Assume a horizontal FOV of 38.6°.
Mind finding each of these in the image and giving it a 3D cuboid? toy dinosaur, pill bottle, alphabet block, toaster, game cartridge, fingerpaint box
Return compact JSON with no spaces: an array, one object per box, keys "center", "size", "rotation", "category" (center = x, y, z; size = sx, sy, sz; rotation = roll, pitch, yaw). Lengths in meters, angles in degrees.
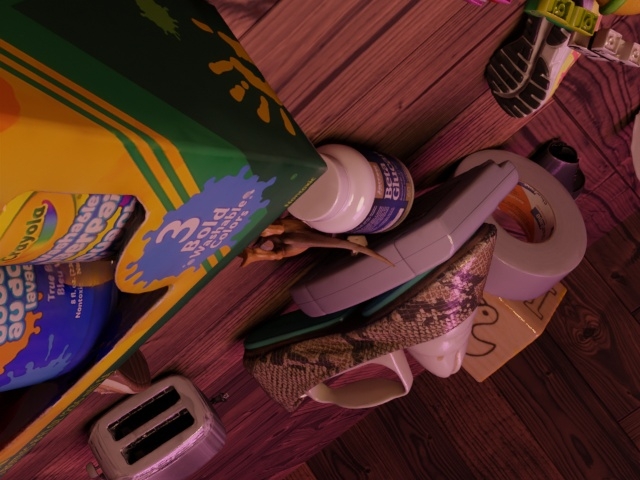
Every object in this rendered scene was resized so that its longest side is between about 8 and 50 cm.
[{"center":[-0.027,-0.004,1.006],"size":[0.112,0.064,0.211],"rotation":[-6,-172,-33],"category":"toy dinosaur"},{"center":[0.028,-0.054,0.980],"size":[0.094,0.094,0.169],"rotation":[-42,162,22],"category":"pill bottle"},{"center":[0.325,0.117,1.773],"size":[0.193,0.197,0.192],"rotation":[-41,173,-49],"category":"alphabet block"},{"center":[-0.234,0.286,1.350],"size":[0.227,0.129,0.146],"rotation":[-31,161,-10],"category":"toaster"},{"center":[0.094,0.005,1.148],"size":[0.297,0.062,0.198],"rotation":[-28,-166,49],"category":"game cartridge"},{"center":[-0.266,0.035,0.534],"size":[0.445,0.163,0.371],"rotation":[-42,162,21],"category":"fingerpaint box"}]

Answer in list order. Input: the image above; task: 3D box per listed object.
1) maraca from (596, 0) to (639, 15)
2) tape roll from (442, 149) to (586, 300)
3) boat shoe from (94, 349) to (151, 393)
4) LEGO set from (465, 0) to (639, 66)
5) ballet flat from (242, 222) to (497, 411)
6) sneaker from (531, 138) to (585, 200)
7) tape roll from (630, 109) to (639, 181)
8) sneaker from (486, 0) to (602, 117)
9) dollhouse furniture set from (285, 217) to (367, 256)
[{"center":[0.325,-0.299,0.885],"size":[0.185,0.099,0.127],"rotation":[-59,-175,-4],"category":"maraca"},{"center":[0.270,-0.024,1.315],"size":[0.219,0.219,0.072],"rotation":[-22,159,-37],"category":"tape roll"},{"center":[-0.262,0.143,1.035],"size":[0.072,0.068,0.190],"rotation":[-25,155,10],"category":"boat shoe"},{"center":[0.200,-0.235,0.832],"size":[0.227,0.093,0.087],"rotation":[14,96,-35],"category":"LEGO set"},{"center":[0.090,0.133,1.283],"size":[0.483,0.182,0.164],"rotation":[-30,-172,38],"category":"ballet flat"},{"center":[0.426,-0.119,1.594],"size":[0.222,0.083,0.118],"rotation":[-15,154,-46],"category":"sneaker"},{"center":[0.720,-0.174,1.672],"size":[0.286,0.286,0.100],"rotation":[-43,162,24],"category":"tape roll"},{"center":[0.262,-0.216,1.017],"size":[0.094,0.081,0.208],"rotation":[-28,162,-31],"category":"sneaker"},{"center":[0.000,0.000,1.119],"size":[0.081,0.091,0.114],"rotation":[-16,160,-11],"category":"dollhouse furniture set"}]
